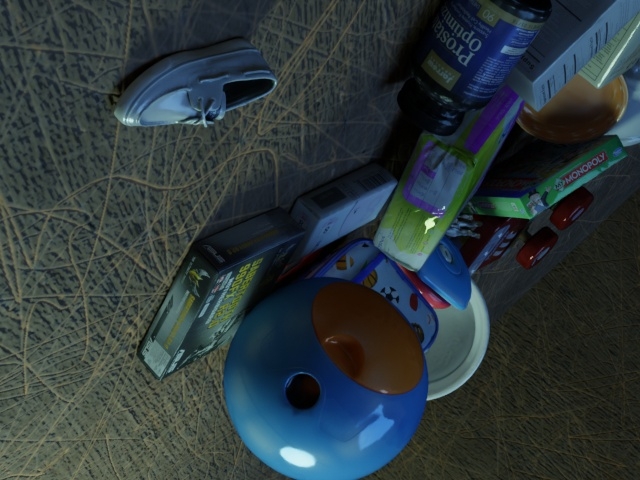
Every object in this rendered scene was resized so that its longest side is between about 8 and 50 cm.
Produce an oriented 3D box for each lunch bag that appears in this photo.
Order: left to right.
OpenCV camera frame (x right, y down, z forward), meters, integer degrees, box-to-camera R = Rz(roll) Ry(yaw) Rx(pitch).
[{"bbox_3d":[0.026,0.153,1.856,0.303,0.243,0.115,-43,-171,-26],"label":"lunch bag"}]

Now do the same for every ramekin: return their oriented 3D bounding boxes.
[{"bbox_3d":[0.185,0.163,2.202,0.277,0.277,0.135,-46,172,4],"label":"ramekin"}]

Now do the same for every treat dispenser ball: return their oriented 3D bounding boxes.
[{"bbox_3d":[0.007,0.196,1.616,0.288,0.288,0.288,-40,163,-15],"label":"treat dispenser ball"}]

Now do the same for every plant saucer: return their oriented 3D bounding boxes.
[{"bbox_3d":[0.422,-0.251,1.963,0.037,0.200,0.200,-78,-168,-45],"label":"plant saucer"}]

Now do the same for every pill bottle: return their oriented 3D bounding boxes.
[{"bbox_3d":[0.193,-0.246,1.493,0.122,0.123,0.219,-23,152,-52],"label":"pill bottle"}]

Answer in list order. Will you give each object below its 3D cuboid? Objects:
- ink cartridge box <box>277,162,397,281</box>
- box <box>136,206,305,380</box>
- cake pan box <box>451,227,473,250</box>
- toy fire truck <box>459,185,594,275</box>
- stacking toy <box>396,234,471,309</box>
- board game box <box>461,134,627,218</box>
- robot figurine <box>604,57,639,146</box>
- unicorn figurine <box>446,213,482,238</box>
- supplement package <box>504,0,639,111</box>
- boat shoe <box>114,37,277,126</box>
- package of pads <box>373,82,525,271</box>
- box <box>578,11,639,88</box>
[{"bbox_3d":[0.000,0.000,1.742,0.189,0.066,0.232,-28,152,-45],"label":"ink cartridge box"},{"bbox_3d":[-0.138,0.073,1.581,0.183,0.056,0.231,-25,154,-49],"label":"box"},{"bbox_3d":[0.232,0.118,2.548,0.245,0.070,0.267,-32,159,-30],"label":"cake pan box"},{"bbox_3d":[0.400,-0.051,2.359,0.254,0.169,0.302,-26,156,-49],"label":"toy fire truck"},{"bbox_3d":[0.108,0.096,2.084,0.301,0.175,0.165,-33,131,23],"label":"stacking toy"},{"bbox_3d":[0.390,-0.117,2.096,0.213,0.046,0.317,-32,-169,-11],"label":"board game box"},{"bbox_3d":[0.554,-0.300,2.086,0.299,0.200,0.353,-28,159,-13],"label":"robot figurine"},{"bbox_3d":[0.256,-0.023,2.255,0.162,0.111,0.060,55,46,-52],"label":"unicorn figurine"},{"bbox_3d":[0.342,-0.327,1.628,0.244,0.139,0.134,-44,163,2],"label":"supplement package"},{"bbox_3d":[-0.115,-0.141,1.114,0.184,0.063,0.066,-26,155,-48],"label":"boat shoe"},{"bbox_3d":[0.202,-0.111,1.800,0.229,0.101,0.296,-51,169,-37],"label":"package of pads"},{"bbox_3d":[0.473,-0.401,1.757,0.121,0.148,0.311,-33,161,-37],"label":"box"}]
